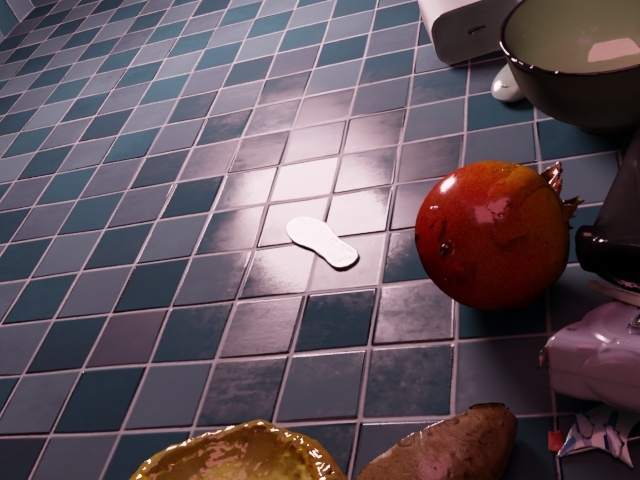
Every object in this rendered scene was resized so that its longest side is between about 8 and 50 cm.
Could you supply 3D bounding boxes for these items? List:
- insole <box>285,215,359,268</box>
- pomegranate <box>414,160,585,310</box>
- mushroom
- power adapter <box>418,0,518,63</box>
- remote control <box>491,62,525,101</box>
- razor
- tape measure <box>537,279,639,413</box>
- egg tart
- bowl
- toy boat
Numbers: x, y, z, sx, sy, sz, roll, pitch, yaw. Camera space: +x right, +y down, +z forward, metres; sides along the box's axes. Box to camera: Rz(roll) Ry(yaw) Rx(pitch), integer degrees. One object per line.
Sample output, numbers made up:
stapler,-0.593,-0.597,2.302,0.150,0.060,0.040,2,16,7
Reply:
insole,0.000,0.000,1.291,0.065,0.006,0.193,-36,39,-15
pomegranate,0.243,-0.014,1.021,0.235,0.210,0.210,-36,40,-15
mushroom,0.140,0.262,0.859,0.209,0.072,0.094,-23,47,1
power adapter,0.316,-0.511,1.635,0.187,0.124,0.255,-15,39,9
remote control,0.415,-0.350,1.459,0.097,0.045,0.256,15,49,38
razor,0.496,-0.063,1.022,0.204,0.113,0.349,13,52,37
tape measure,0.373,0.118,0.846,0.196,0.105,0.178,3,20,38
egg tart,-0.096,0.327,0.830,0.293,0.123,0.294,-8,23,4
bowl,0.489,-0.301,1.249,0.353,0.185,0.354,-14,39,12
toy boat,0.342,0.210,0.859,0.149,0.034,0.105,-9,41,38
